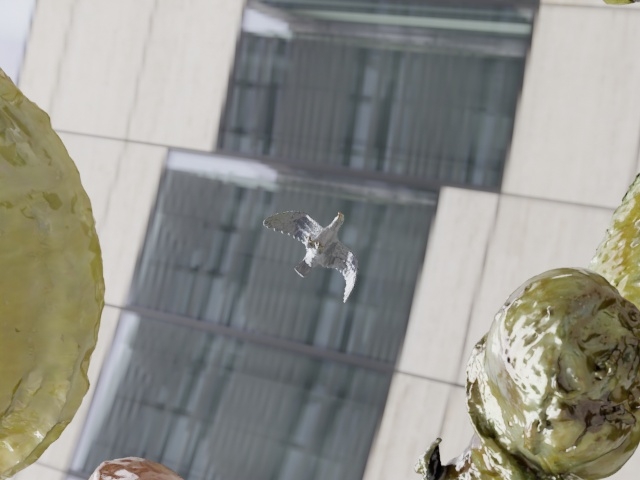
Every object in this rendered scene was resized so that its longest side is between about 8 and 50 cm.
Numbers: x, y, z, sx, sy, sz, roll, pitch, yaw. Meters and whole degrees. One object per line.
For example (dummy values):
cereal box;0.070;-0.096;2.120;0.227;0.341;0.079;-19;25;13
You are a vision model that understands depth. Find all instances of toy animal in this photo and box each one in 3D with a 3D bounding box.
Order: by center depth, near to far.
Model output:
toy animal;0.000;0.001;0.963;0.028;0.084;0.050;-29;-22;-50

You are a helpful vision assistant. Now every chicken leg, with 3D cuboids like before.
chicken leg;0.115;0.106;0.769;0.088;0.103;0.228;-21;-33;-38

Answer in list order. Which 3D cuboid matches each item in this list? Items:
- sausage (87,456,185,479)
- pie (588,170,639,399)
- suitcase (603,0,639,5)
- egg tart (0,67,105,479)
sausage;-0.086;0.263;0.931;0.113;0.259;0.113;-28;-23;-13
pie;0.456;0.072;1.460;0.395;0.418;0.180;-46;-37;-17
suitcase;0.310;-0.324;1.173;0.143;0.193;0.235;45;-129;-41
egg tart;-0.244;0.010;0.669;0.115;0.290;0.290;-45;-46;-56
